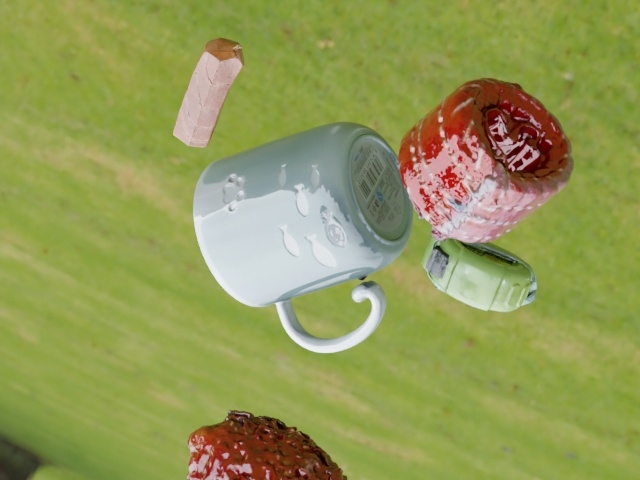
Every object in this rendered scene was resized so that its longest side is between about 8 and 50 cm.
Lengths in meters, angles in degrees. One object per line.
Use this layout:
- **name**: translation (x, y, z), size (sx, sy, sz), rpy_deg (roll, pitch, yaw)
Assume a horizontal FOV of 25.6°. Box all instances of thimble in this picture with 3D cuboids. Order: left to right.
- **thimble**: translation (0.186, -0.092, 1.587), size (0.125, 0.189, 0.163), rpy_deg (-40, 81, 39)

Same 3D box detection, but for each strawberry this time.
- **strawberry**: translation (-0.065, 0.278, 1.518), size (0.187, 0.184, 0.201), rpy_deg (-24, 104, 47)

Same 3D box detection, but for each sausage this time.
- **sausage**: translation (-0.149, -0.208, 1.903), size (0.065, 0.065, 0.169), rpy_deg (25, 125, -1)

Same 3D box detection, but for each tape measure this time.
- **tape measure**: translation (0.229, 0.048, 2.035), size (0.177, 0.087, 0.154), rpy_deg (22, -166, 9)

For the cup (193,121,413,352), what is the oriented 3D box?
- **cup**: translation (0.000, 0.000, 2.231), size (0.274, 0.356, 0.259), rpy_deg (-18, -178, 33)
